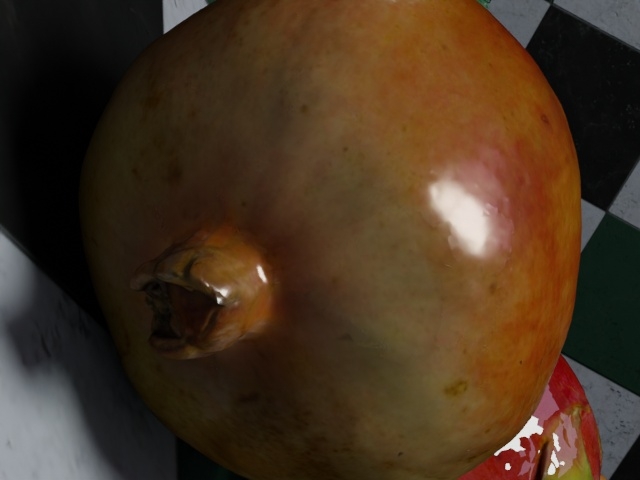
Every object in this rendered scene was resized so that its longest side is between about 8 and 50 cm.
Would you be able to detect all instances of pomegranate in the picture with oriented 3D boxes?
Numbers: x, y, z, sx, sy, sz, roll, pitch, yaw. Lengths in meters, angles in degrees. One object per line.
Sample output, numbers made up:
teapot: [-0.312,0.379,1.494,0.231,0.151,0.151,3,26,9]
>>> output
pomegranate: [0.000,0.000,0.566,0.270,0.229,0.252,-41,124,-63]

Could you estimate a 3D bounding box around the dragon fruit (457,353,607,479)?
dragon fruit: [0.073,0.150,0.761,0.224,0.224,0.227,-76,151,-65]

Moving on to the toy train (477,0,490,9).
toy train: [0.081,-0.136,1.166,0.138,0.178,0.330,92,-4,-61]
